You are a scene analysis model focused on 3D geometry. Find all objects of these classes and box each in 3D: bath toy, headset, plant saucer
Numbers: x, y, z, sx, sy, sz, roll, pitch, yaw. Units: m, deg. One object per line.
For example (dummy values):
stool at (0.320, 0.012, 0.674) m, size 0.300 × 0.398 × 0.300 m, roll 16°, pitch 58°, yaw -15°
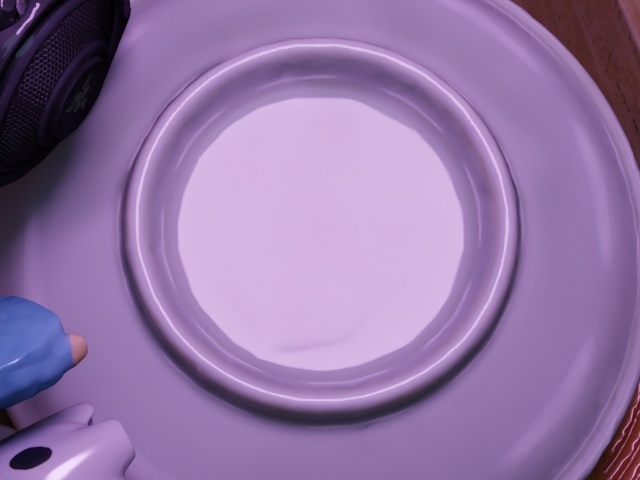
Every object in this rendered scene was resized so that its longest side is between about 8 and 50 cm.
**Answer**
bath toy at (-0.137, 0.208, 0.899) m, size 0.129 × 0.151 × 0.348 m, roll -28°, pitch 101°, yaw -23°
headset at (-0.207, -0.133, 0.847) m, size 0.243 × 0.394 × 0.185 m, roll 18°, pitch 118°, yaw -16°
plant saucer at (0.000, 0.000, 0.964) m, size 0.401 × 0.100 × 0.400 m, roll 1°, pitch 75°, yaw -3°

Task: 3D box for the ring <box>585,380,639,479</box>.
ring at (0.070, 0.044, 1.047) m, size 0.337 × 0.032 × 0.336 m, roll 2°, pitch 79°, yaw -12°
